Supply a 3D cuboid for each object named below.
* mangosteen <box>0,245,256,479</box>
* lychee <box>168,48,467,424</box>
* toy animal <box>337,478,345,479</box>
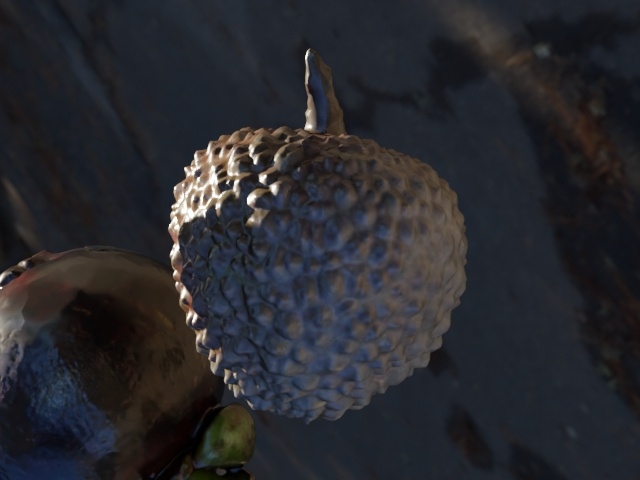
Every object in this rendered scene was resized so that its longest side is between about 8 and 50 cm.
[{"bbox_3d":[-0.226,0.179,1.688,0.360,0.306,0.306,57,165,2],"label":"mangosteen"},{"bbox_3d":[0.000,0.000,0.858,0.165,0.165,0.197,-163,80,-65],"label":"lychee"},{"bbox_3d":[0.082,0.279,1.480,0.202,0.070,0.105,24,135,-16],"label":"toy animal"}]
